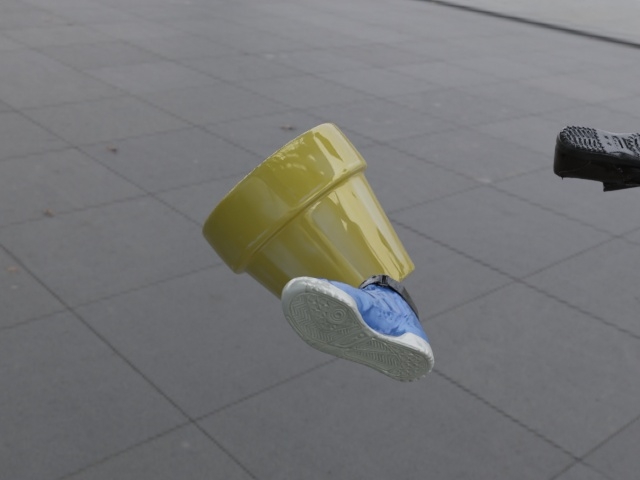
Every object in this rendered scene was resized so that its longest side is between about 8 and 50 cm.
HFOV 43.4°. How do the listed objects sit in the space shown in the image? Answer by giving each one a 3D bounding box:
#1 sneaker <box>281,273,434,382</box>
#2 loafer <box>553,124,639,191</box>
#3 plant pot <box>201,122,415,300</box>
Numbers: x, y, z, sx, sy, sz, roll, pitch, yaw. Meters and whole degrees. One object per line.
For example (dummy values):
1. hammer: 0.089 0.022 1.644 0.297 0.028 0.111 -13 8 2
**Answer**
1. sneaker: 0.029 0.058 0.693 0.152 0.058 0.084 27 28 -22
2. loafer: 0.439 -0.111 1.176 0.220 0.078 0.080 12 46 -6
3. plant pot: 0.000 0.000 1.156 0.239 0.254 0.254 49 35 5
